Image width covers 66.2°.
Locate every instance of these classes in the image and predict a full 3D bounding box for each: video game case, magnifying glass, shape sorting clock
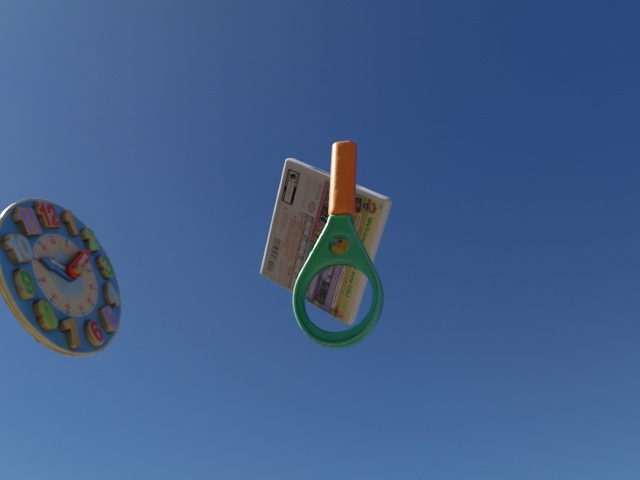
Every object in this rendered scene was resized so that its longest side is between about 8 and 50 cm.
[{"bbox_3d":[0.000,0.000,0.785,0.193,0.023,0.213,26,-67,28],"label":"video game case"},{"bbox_3d":[0.021,-0.003,0.518,0.092,0.231,0.026,-4,-26,16],"label":"magnifying glass"},{"bbox_3d":[-0.312,0.043,0.605,0.040,0.206,0.206,-27,-46,8],"label":"shape sorting clock"}]
